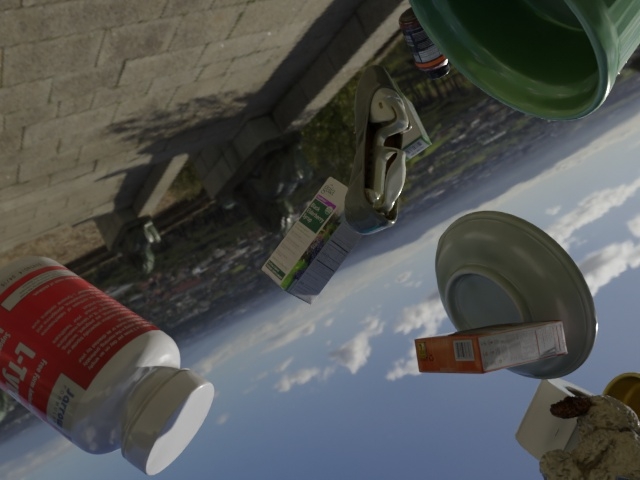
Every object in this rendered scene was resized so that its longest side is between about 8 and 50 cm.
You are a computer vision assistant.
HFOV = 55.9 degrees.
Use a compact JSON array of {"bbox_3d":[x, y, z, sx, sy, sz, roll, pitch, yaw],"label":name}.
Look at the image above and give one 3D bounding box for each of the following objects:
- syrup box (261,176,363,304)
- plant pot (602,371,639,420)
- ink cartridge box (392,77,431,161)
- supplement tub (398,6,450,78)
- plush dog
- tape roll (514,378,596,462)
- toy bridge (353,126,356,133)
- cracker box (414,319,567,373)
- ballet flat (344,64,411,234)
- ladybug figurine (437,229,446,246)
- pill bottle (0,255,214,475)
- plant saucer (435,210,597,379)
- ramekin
[{"bbox_3d":[0.000,0.000,1.214,0.237,0.093,0.096,-54,135,2],"label":"syrup box"},{"bbox_3d":[0.935,0.499,1.634,0.238,0.254,0.254,11,165,-14],"label":"plant pot"},{"bbox_3d":[0.197,-0.309,1.577,0.109,0.209,0.062,-34,147,24],"label":"ink cartridge box"},{"bbox_3d":[0.297,-0.550,1.678,0.106,0.198,0.106,-20,-140,18],"label":"supplement tub"},{"bbox_3d":[0.575,0.407,1.185,0.210,0.262,0.225,-47,-156,38],"label":"plush dog"},{"bbox_3d":[0.608,0.452,1.429,0.169,0.246,0.246,-66,171,6],"label":"tape roll"},{"bbox_3d":[0.200,-0.379,1.993,0.188,0.026,0.063,-13,-157,10],"label":"toy bridge"},{"bbox_3d":[0.310,0.192,1.097,0.232,0.067,0.155,-2,171,-34],"label":"cracker box"},{"bbox_3d":[0.075,-0.111,0.694,0.072,0.213,0.068,17,163,-33],"label":"ballet flat"},{"bbox_3d":[0.492,0.095,2.072,0.161,0.305,0.449,4,147,19],"label":"ladybug figurine"},{"bbox_3d":[-0.397,0.215,1.042,0.229,0.407,0.229,-54,163,-25],"label":"pill bottle"},{"bbox_3d":[0.378,0.136,1.291,0.100,0.401,0.400,-27,176,-31],"label":"plant saucer"},{"bbox_3d":[0.260,-0.306,0.738,0.148,0.303,0.303,-48,177,-3],"label":"ramekin"}]
